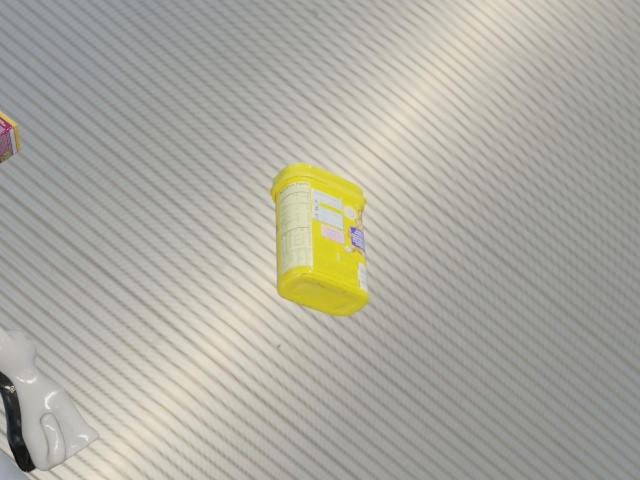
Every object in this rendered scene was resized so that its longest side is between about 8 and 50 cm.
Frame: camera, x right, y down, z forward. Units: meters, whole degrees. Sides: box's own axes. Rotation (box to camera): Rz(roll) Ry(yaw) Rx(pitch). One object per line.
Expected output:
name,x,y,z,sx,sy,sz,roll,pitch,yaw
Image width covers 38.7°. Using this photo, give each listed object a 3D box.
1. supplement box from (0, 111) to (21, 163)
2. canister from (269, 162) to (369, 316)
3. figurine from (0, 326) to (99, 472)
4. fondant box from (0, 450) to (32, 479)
supplement box,-0.457,-0.131,1.243,0.043,0.055,0.083,35,54,15
canister,0.000,0.000,1.147,0.126,0.073,0.170,22,47,-29
figurine,-0.415,0.213,1.274,0.092,0.215,0.209,-31,92,-30
fondant box,-0.512,0.518,1.394,0.238,0.096,0.330,38,110,15
